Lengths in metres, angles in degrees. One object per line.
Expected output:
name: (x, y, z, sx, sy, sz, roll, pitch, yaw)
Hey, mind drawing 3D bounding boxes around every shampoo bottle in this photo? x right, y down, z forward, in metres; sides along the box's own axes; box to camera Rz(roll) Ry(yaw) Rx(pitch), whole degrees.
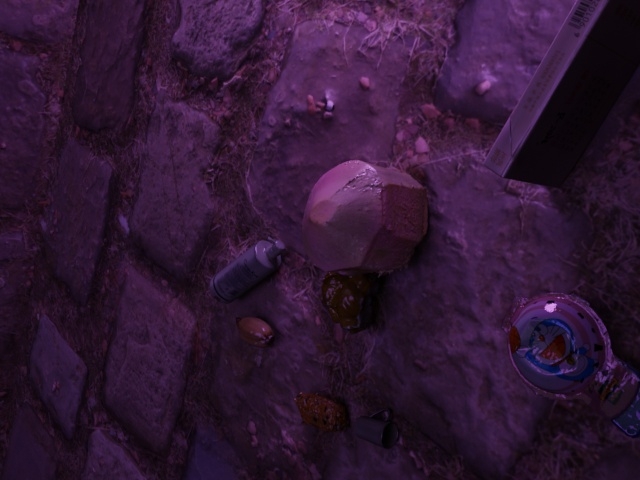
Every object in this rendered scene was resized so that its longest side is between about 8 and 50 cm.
shampoo bottle: (-0.179, 0.072, 1.674, 0.262, 0.085, 0.085, -36, 65, 37)

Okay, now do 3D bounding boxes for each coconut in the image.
coconut: (0.081, -0.038, 1.308, 0.233, 0.245, 0.233, 0, 90, 44)

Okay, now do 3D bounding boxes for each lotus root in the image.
lotus root: (-0.166, 0.231, 1.674, 0.150, 0.062, 0.073, 19, 125, 44)

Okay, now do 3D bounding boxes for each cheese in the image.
cheese: (0.422, 0.198, 1.091, 0.286, 0.074, 0.189, 43, 119, 35)

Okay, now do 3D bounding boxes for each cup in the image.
cup: (0.117, 0.395, 1.399, 0.083, 0.054, 0.075, 3, 93, 47)

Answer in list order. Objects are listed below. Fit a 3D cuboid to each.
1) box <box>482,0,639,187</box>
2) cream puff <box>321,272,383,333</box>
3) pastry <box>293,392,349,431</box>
box: (0.409, -0.254, 1.021, 0.051, 0.204, 0.365, 43, 117, 36)
cream puff: (0.058, 0.119, 1.414, 0.156, 0.121, 0.156, -2, 88, 44)
pastry: (0.000, 0.393, 1.512, 0.140, 0.056, 0.080, -5, 97, 42)
